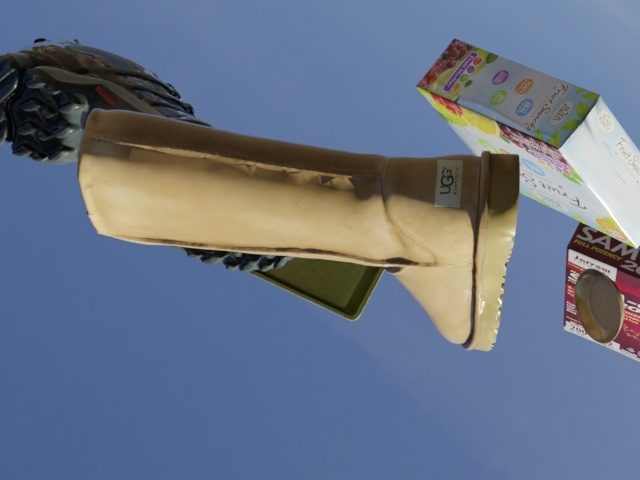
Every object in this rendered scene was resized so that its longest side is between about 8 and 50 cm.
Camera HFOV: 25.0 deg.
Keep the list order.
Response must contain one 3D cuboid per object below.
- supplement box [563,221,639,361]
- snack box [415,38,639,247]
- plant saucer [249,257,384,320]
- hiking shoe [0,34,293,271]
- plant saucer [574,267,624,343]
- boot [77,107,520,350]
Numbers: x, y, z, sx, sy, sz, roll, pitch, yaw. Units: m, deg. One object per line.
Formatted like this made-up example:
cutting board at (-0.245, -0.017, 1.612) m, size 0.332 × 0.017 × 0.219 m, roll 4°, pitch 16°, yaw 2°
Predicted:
supplement box at (0.379, 0.060, 1.819) m, size 0.130 × 0.239 × 0.073 m, roll 23°, pitch -113°, yaw 20°
snack box at (0.215, -0.095, 1.389) m, size 0.207 × 0.070 × 0.174 m, roll 34°, pitch 173°, yaw 48°
plant saucer at (0.000, 0.000, 1.846) m, size 0.188 × 0.045 × 0.188 m, roll 25°, pitch -117°, yaw 10°
hiking shoe at (-0.132, -0.089, 1.209) m, size 0.304 × 0.113 × 0.132 m, roll 31°, pitch -145°, yaw 4°
plant saucer at (0.306, 0.070, 1.566) m, size 0.015 × 0.083 × 0.083 m, roll -12°, pitch -129°, yaw -25°
boot at (-0.008, -0.009, 0.972) m, size 0.269 × 0.236 × 0.089 m, roll 5°, pitch -119°, yaw 5°
